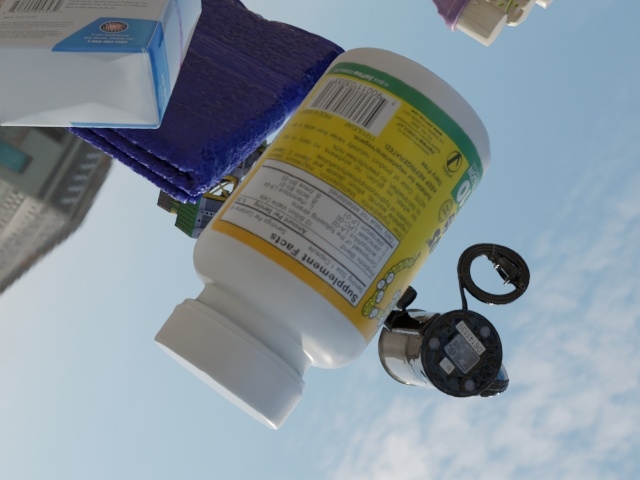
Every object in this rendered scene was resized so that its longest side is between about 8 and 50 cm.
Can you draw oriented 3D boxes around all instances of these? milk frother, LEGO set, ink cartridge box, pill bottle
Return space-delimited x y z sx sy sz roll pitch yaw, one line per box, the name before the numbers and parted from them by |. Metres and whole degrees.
milk frother | 0.135 0.079 0.928 0.143 0.129 0.135 -24 -177 -15
LEGO set | -0.097 -0.099 1.289 0.331 0.192 0.254 -175 -83 -67
ink cartridge box | -0.120 -0.117 0.498 0.122 0.089 0.052 -83 173 -46
pill bottle | 0.000 0.000 0.536 0.208 0.118 0.118 -54 -162 -14

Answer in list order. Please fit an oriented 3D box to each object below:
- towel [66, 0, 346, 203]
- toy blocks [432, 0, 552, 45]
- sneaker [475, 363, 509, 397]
towel | -0.132 -0.169 0.999 0.308 0.228 0.076 -46 159 -45
toy blocks | 0.174 -0.415 1.037 0.309 0.260 0.288 -40 162 -48
sneaker | 0.183 0.141 1.211 0.191 0.083 0.071 33 -68 41
